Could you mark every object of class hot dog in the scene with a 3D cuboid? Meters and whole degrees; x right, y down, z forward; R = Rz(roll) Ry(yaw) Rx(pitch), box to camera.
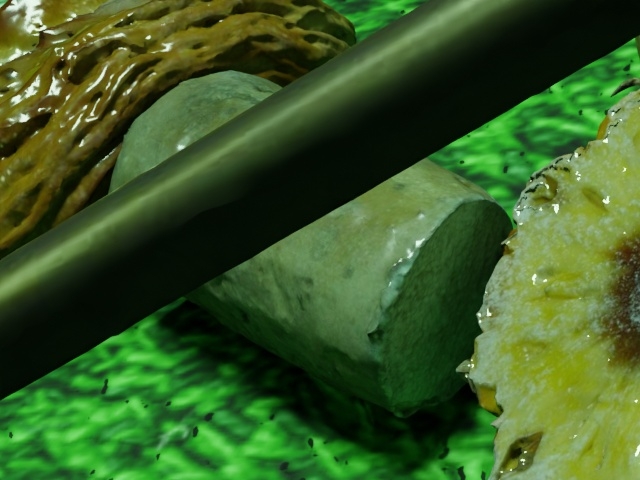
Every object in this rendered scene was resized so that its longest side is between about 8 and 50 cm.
[{"bbox_3d":[-0.101,-0.076,0.885,0.259,0.114,0.175,-35,25,-25],"label":"hot dog"}]

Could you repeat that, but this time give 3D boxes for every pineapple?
[{"bbox_3d":[0.139,0.019,0.626,0.221,0.047,0.221,-22,52,31],"label":"pineapple"}]

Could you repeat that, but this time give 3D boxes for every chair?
[{"bbox_3d":[0.006,0.170,0.313,0.410,0.365,0.362,-14,35,19],"label":"chair"}]

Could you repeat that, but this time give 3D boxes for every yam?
[{"bbox_3d":[0.000,0.000,0.754,0.107,0.107,0.194,-36,38,-22],"label":"yam"}]

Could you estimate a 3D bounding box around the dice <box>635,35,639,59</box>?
[{"bbox_3d":[0.214,-0.142,0.776,0.169,0.169,0.166,-14,35,10],"label":"dice"}]
